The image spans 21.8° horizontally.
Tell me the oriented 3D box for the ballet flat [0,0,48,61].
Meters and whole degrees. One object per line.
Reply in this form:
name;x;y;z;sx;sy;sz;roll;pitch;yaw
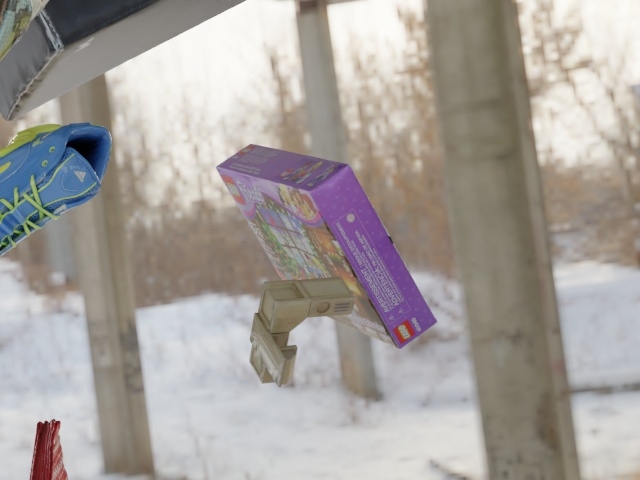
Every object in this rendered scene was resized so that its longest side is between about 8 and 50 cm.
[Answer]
ballet flat;-0.255;-0.226;1.325;0.077;0.221;0.079;-17;-19;33

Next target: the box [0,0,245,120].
box;-0.235;-0.466;1.817;0.480;0.472;0.297;-30;0;-24

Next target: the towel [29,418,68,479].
towel;-0.307;0.370;1.951;0.031;0.275;0.199;-5;35;1

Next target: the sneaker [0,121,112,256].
sneaker;-0.266;-0.037;1.407;0.126;0.091;0.240;-18;24;44

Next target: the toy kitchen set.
toy kitchen set;-0.011;0.085;1.403;0.075;0.083;0.068;-3;34;-24

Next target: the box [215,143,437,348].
box;0.000;0.000;1.833;0.057;0.201;0.293;-35;19;-15
